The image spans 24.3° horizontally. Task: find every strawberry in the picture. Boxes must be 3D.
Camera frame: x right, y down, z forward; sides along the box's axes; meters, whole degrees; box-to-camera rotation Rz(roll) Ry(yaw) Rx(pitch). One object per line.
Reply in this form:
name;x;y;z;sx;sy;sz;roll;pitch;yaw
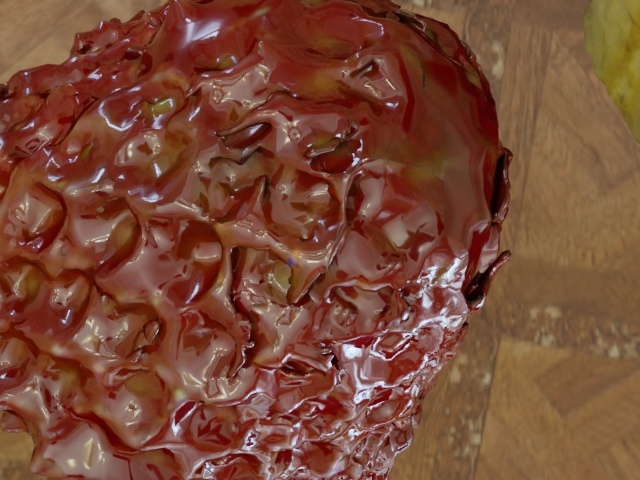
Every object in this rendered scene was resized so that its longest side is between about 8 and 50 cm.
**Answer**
strawberry;0.000;0.000;0.539;0.178;0.234;0.234;-20;107;51

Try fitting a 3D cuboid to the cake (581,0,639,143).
cake;0.314;-0.089;0.792;0.222;0.227;0.286;-17;65;-15
